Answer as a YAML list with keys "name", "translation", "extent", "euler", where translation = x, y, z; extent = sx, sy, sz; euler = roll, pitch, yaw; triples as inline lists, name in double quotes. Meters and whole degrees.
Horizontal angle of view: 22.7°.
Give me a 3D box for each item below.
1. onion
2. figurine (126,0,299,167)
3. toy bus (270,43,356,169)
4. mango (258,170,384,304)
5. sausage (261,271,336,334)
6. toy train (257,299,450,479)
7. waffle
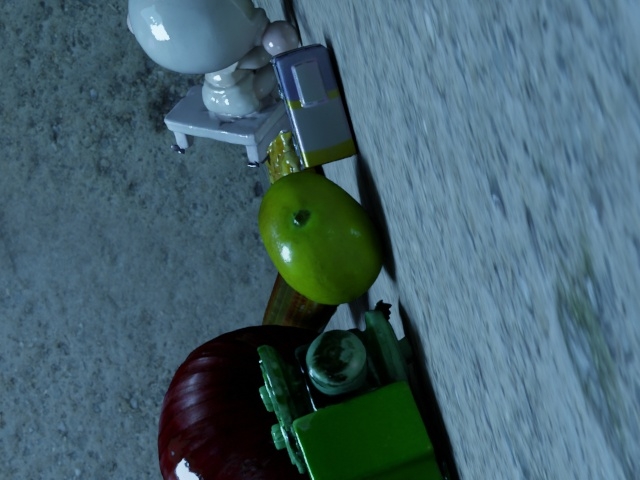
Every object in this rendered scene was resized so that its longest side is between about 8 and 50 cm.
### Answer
- name: "onion"
  translation: [-0.044, 0.227, 1.596]
  extent: [0.285, 0.273, 0.273]
  euler: [119, 144, -45]
- name: "figurine"
  translation: [-0.122, -0.201, 1.624]
  extent: [0.182, 0.144, 0.257]
  euler: [38, 163, 44]
- name: "toy bus"
  translation: [-0.006, -0.114, 1.344]
  extent: [0.058, 0.052, 0.102]
  euler: [-154, 48, -84]
- name: "mango"
  translation: [-0.004, -0.005, 1.344]
  extent: [0.117, 0.089, 0.163]
  euler: [47, 179, -14]
- name: "sausage"
  translation: [-0.017, 0.067, 1.694]
  extent: [0.371, 0.082, 0.082]
  euler: [114, 142, -73]
- name: "toy train"
  translation: [0.033, 0.173, 1.338]
  extent: [0.243, 0.132, 0.188]
  euler: [78, 171, -63]
- name: "waffle"
  translation: [-0.022, -0.037, 1.843]
  extent: [0.291, 0.051, 0.291]
  euler: [164, 90, -84]
